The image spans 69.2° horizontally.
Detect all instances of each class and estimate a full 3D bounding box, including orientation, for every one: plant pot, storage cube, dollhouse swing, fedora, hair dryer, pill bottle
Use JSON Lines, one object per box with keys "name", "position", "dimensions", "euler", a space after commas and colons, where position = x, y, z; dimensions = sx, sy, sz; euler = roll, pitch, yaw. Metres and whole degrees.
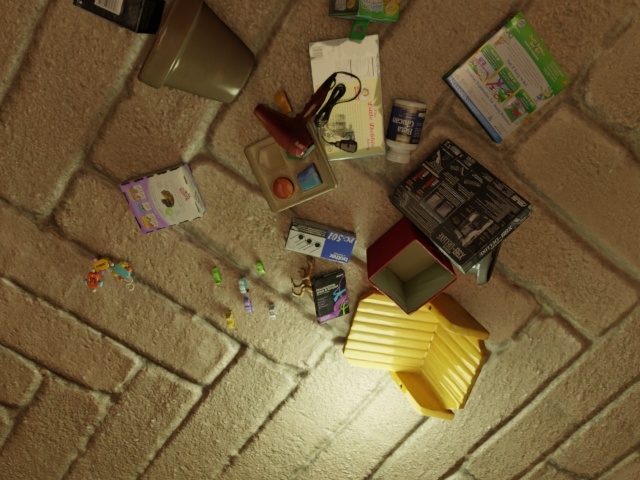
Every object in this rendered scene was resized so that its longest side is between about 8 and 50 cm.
{"name": "plant pot", "position": [-0.303, -0.467, 1.179], "dimensions": [0.229, 0.263, 0.263], "euler": [26, 110, -28]}
{"name": "storage cube", "position": [0.269, 0.069, 1.403], "dimensions": [0.184, 0.193, 0.215], "euler": [41, 111, -15]}
{"name": "dollhouse swing", "position": [0.285, 0.360, 1.491], "dimensions": [0.305, 0.315, 0.346], "euler": [5, 114, -24]}
{"name": "fedora", "position": [0.477, -0.009, 1.395], "dimensions": [0.124, 0.244, 0.275], "euler": [18, 108, 25]}
{"name": "hair dryer", "position": [-0.036, -0.334, 1.257], "dimensions": [0.294, 0.080, 0.223], "euler": [0, 83, 4]}
{"name": "pill bottle", "position": [0.237, -0.309, 1.310], "dimensions": [0.094, 0.094, 0.169], "euler": [8, 112, -4]}

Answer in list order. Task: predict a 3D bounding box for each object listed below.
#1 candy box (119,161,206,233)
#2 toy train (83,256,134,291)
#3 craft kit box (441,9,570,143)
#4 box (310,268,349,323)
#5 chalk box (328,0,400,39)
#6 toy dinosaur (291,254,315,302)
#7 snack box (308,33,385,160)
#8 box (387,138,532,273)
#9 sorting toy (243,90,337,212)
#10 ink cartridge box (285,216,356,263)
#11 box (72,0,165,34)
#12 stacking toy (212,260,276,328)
{"name": "candy box", "position": [-0.467, -0.127, 1.391], "dimensions": [0.197, 0.070, 0.164], "euler": [-15, 111, 6]}
{"name": "toy train", "position": [-0.679, 0.108, 1.500], "dimensions": [0.167, 0.046, 0.125], "euler": [4, 113, 1]}
{"name": "craft kit box", "position": [0.511, -0.444, 1.281], "dimensions": [0.247, 0.061, 0.250], "euler": [-40, 107, 17]}
{"name": "box", "position": [0.033, 0.183, 1.519], "dimensions": [0.116, 0.029, 0.162], "euler": [-18, 113, -21]}
{"name": "chalk box", "position": [0.112, -0.608, 1.143], "dimensions": [0.132, 0.132, 0.212], "euler": [-9, 117, -31]}
{"name": "toy dinosaur", "position": [-0.036, 0.156, 1.514], "dimensions": [0.113, 0.064, 0.211], "euler": [-9, 112, 2]}
{"name": "snack box", "position": [0.078, -0.391, 1.293], "dimensions": [0.187, 0.060, 0.321], "euler": [-5, 112, 4]}
{"name": "box", "position": [0.376, -0.099, 1.283], "dimensions": [0.242, 0.307, 0.076], "euler": [-44, 151, 5]}
{"name": "sorting toy", "position": [-0.109, -0.251, 1.330], "dimensions": [0.229, 0.041, 0.307], "euler": [-21, 101, 19]}
{"name": "ink cartridge box", "position": [0.000, 0.000, 1.459], "dimensions": [0.207, 0.046, 0.097], "euler": [14, 113, -7]}
{"name": "box", "position": [-0.494, -0.591, 1.154], "dimensions": [0.156, 0.158, 0.093], "euler": [22, 111, -10]}
{"name": "stacking toy", "position": [-0.249, 0.178, 1.527], "dimensions": [0.167, 0.052, 0.221], "euler": [-11, 111, 4]}
